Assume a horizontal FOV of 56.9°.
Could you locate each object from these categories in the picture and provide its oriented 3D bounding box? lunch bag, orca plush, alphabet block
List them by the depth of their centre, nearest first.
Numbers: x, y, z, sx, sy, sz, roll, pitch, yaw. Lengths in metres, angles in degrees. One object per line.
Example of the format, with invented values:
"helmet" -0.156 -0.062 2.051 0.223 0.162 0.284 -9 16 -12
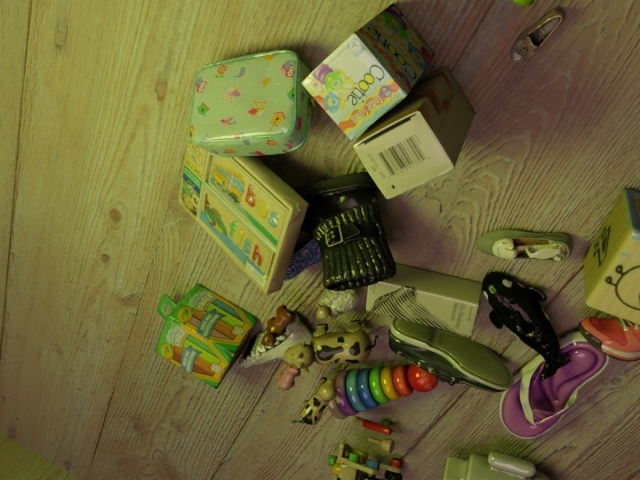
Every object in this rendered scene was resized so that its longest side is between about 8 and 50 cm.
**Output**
"alphabet block" 0.671 0.040 1.204 0.193 0.193 0.197 21 126 11
"lunch bag" -0.149 -0.306 1.321 0.279 0.108 0.223 -2 75 21
"orca plush" 0.476 0.211 1.408 0.151 0.102 0.287 -20 98 34

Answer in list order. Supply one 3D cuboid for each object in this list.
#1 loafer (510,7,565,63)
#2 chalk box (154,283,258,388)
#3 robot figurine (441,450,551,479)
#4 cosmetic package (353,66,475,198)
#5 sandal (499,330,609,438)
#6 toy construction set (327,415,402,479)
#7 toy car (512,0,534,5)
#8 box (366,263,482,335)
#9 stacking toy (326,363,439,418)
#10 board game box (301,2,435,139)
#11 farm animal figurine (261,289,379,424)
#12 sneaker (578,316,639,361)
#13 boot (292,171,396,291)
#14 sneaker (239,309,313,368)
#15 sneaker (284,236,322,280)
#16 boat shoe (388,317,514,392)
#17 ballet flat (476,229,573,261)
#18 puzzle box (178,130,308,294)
"loafer" 0.412 -0.389 1.131 0.045 0.039 0.125 39 127 -6
"chalk box" -0.371 0.270 1.784 0.289 0.179 0.180 29 127 3
"robot figurine" 0.526 0.740 1.700 0.354 0.200 0.299 11 118 16
"cosmetic package" 0.194 -0.221 1.169 0.153 0.296 0.129 -26 107 31
"sandal" 0.580 0.392 1.518 0.170 0.102 0.416 23 127 8
"toy construction set" 0.112 0.684 1.847 0.237 0.257 0.308 10 104 31
"toy car" 0.331 -0.530 1.023 0.188 0.149 0.155 34 138 14
"box" 0.261 0.144 1.497 0.275 0.094 0.113 12 124 16
"stacking toy" 0.180 0.416 1.686 0.331 0.141 0.141 -18 112 26
"board game box" 0.101 -0.335 1.146 0.144 0.275 0.142 -35 103 35
"farm animal figurine" -0.001 0.317 1.580 0.327 0.172 0.330 -24 98 10
"sneaker" 0.754 0.202 1.341 0.314 0.116 0.136 12 114 7
"boot" -0.001 -0.001 1.414 0.348 0.131 0.260 -14 79 28
"sneaker" -0.139 0.325 1.777 0.118 0.110 0.292 40 128 -16
"sneaker" -0.017 0.022 1.551 0.232 0.090 0.081 -27 108 11
"boat shoe" 0.331 0.320 1.560 0.340 0.127 0.113 23 126 10
"ballet flat" 0.461 0.015 1.350 0.213 0.068 0.072 0 120 23
"puzzle box" -0.207 -0.093 1.453 0.409 0.052 0.272 42 131 29
